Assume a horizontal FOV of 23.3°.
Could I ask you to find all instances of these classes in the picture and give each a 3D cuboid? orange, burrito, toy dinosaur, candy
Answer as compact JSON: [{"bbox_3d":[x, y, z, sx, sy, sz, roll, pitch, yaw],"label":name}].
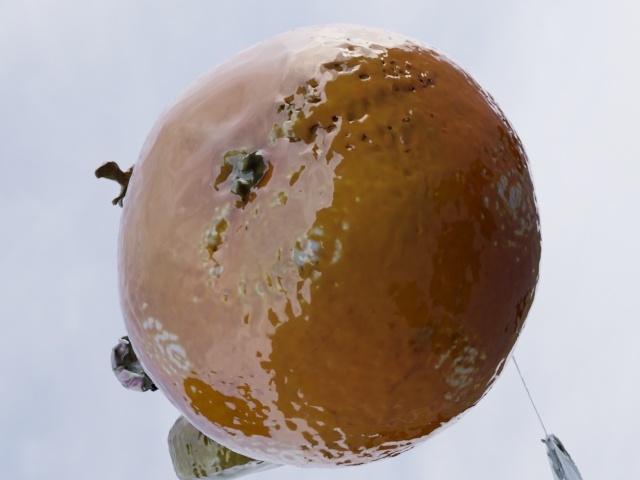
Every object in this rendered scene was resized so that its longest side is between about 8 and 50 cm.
[{"bbox_3d":[0.000,0.000,1.450,0.326,0.424,0.424,40,-116,-62],"label":"orange"},{"bbox_3d":[-0.149,0.127,2.153,0.309,0.096,0.066,-26,-25,-26],"label":"burrito"},{"bbox_3d":[-0.194,-0.085,1.884,0.162,0.039,0.126,-50,-57,-27],"label":"toy dinosaur"},{"bbox_3d":[-0.110,0.307,2.410,0.260,0.260,0.118,2,-109,-58],"label":"candy"}]

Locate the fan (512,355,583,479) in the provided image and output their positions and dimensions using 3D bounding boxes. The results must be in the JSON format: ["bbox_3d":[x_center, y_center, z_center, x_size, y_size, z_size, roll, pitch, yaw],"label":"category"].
[{"bbox_3d":[0.291,0.271,1.935,0.233,0.012,0.415,84,165,-69],"label":"fan"}]
